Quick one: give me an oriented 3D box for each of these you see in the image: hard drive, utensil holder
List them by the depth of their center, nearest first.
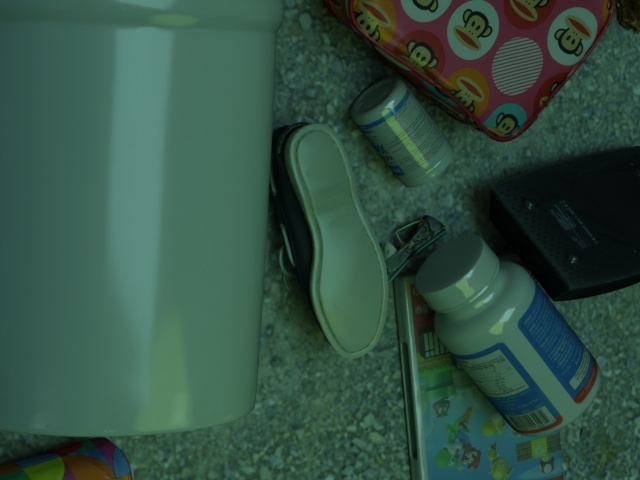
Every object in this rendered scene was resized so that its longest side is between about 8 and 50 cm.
[{"bbox_3d":[-0.198,-0.041,1.580,0.327,0.327,0.386,-2,97,-31],"label":"utensil holder"},{"bbox_3d":[0.318,-0.017,1.998,0.254,0.054,0.172,-16,58,-37],"label":"hard drive"}]

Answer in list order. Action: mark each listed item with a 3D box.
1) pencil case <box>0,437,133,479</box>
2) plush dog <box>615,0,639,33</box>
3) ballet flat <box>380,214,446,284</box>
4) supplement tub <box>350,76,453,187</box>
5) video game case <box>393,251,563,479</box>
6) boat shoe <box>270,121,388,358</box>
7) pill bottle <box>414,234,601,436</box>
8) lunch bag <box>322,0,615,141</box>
[{"bbox_3d":[-0.288,0.264,1.681,0.236,0.104,0.104,-12,100,-29],"label":"pencil case"},{"bbox_3d":[0.441,-0.332,1.941,0.262,0.225,0.211,62,28,-51],"label":"plush dog"},{"bbox_3d":[0.089,0.011,1.930,0.114,0.041,0.041,-41,113,-22],"label":"ballet flat"},{"bbox_3d":[0.088,-0.118,1.895,0.071,0.071,0.107,-47,115,-20],"label":"supplement tub"},{"bbox_3d":[0.185,0.164,2.004,0.204,0.025,0.285,-10,100,-31],"label":"video game case"},{"bbox_3d":[0.000,0.000,1.846,0.095,0.079,0.255,-25,104,-25],"label":"boat shoe"},{"bbox_3d":[0.203,0.101,1.922,0.124,0.124,0.221,-48,116,-19],"label":"pill bottle"},{"bbox_3d":[0.170,-0.276,1.868,0.293,0.120,0.258,37,93,-30],"label":"lunch bag"}]
